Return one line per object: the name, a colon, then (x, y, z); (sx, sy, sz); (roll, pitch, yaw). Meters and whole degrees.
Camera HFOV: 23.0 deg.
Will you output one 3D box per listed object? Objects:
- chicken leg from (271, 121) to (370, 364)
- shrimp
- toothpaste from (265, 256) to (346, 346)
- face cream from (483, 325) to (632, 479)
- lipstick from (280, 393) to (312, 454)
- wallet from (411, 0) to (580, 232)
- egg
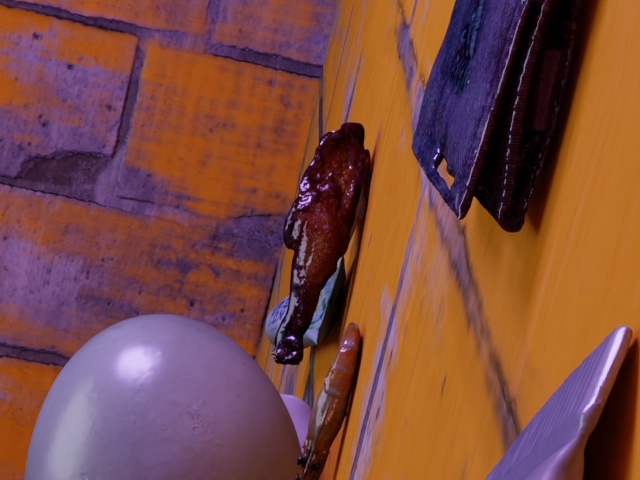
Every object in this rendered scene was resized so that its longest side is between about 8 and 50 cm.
chicken leg: (0.000, -0.005, 1.233); (0.093, 0.053, 0.205); (99, -167, -56)
shrimp: (0.007, 0.111, 1.057); (0.083, 0.023, 0.114); (105, -178, -85)
toothpaste: (-0.012, 0.067, 1.379); (0.297, 0.048, 0.075); (137, 151, -78)
face cream: (-0.012, 0.242, 0.376); (0.235, 0.137, 0.420); (105, -172, -61)
lipstick: (-0.050, 0.214, 1.320); (0.264, 0.059, 0.059); (108, 173, -55)
wallet: (0.069, -0.072, 0.590); (0.166, 0.030, 0.111); (-99, 26, -76)
egg: (-0.110, 0.190, 1.126); (0.203, 0.202, 0.283); (-89, -6, -73)
